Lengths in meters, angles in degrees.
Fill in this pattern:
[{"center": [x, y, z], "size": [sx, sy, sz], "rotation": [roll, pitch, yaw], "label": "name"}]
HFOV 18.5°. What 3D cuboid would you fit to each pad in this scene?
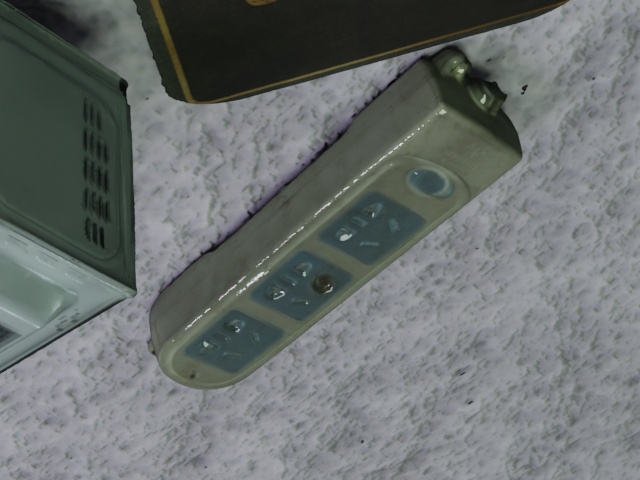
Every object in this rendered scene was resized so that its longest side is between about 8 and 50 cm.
[{"center": [0.001, -0.122, 0.922], "size": [0.315, 0.063, 0.375], "rotation": [-15, 162, -1], "label": "pad"}]

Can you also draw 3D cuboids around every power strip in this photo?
[{"center": [-0.001, -0.002, 1.171], "size": [0.286, 0.048, 0.080], "rotation": [-39, 132, 24], "label": "power strip"}]

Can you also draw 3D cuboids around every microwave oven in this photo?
[{"center": [-0.204, -0.003, 0.998], "size": [0.208, 0.162, 0.122], "rotation": [-29, 139, 29], "label": "microwave oven"}]
